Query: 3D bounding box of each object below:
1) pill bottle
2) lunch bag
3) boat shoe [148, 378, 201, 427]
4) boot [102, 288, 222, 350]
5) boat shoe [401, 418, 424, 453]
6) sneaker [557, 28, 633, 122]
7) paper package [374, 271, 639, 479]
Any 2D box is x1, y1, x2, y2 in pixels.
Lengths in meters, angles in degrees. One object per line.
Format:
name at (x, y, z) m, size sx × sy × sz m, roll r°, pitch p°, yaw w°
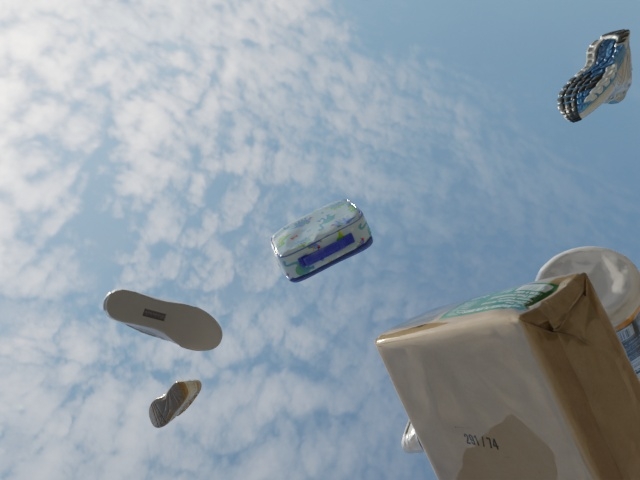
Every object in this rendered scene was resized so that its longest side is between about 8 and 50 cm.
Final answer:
pill bottle at (0.489, 0.149, 0.877) m, size 0.278 × 0.162 × 0.162 m, roll 48°, pitch -138°, yaw -37°
lunch bag at (0.000, 0.000, 1.131) m, size 0.219 × 0.176 × 0.090 m, roll -28°, pitch -68°, yaw -4°
boat shoe at (-0.306, 0.345, 1.066) m, size 0.059 × 0.170 × 0.063 m, roll -5°, pitch -120°, yaw -51°
boot at (-0.347, 0.171, 1.116) m, size 0.259 × 0.123 × 0.095 m, roll 26°, pitch -104°, yaw -17°
boat shoe at (0.256, 0.417, 1.211) m, size 0.095 × 0.084 × 0.258 m, roll 61°, pitch -151°, yaw 4°
sneaker at (0.413, -0.223, 0.728) m, size 0.190 × 0.071 × 0.083 m, roll -49°, pitch -64°, yaw -23°
paper package at (0.282, 0.237, 0.762) m, size 0.168 × 0.325 × 0.309 m, roll -25°, pitch -92°, yaw -33°
